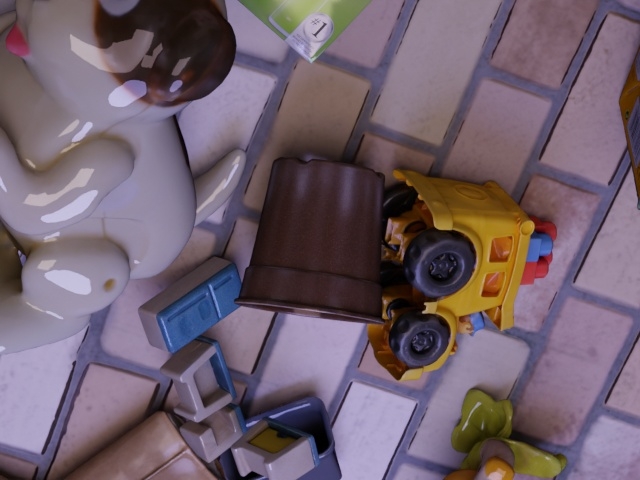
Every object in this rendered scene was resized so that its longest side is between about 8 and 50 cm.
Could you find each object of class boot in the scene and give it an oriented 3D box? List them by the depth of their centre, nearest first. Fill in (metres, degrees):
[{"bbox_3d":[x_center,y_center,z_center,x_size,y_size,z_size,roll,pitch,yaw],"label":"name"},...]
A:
[{"bbox_3d":[-0.283,0.277,2.045,0.269,0.089,0.236,-33,121,10],"label":"boot"}]

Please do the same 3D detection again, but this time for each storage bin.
[{"bbox_3d":[-0.042,0.253,2.050,0.135,0.098,0.091,-20,140,4],"label":"storage bin"}]

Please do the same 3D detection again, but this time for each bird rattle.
[{"bbox_3d":[0.158,0.303,2.026,0.143,0.207,0.253,43,95,1],"label":"bird rattle"}]

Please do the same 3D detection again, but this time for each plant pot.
[{"bbox_3d":[0.000,0.000,1.892,0.167,0.167,0.165,9,85,-7],"label":"plant pot"}]

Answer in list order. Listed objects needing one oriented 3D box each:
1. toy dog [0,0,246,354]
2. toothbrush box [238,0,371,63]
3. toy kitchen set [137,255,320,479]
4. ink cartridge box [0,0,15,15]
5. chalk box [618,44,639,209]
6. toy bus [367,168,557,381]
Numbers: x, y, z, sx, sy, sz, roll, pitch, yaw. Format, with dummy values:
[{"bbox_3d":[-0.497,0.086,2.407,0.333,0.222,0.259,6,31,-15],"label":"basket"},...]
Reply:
[{"bbox_3d":[-0.221,-0.118,1.732,0.395,0.284,0.408,1,136,-23],"label":"toy dog"},{"bbox_3d":[0.008,-0.360,1.779,0.206,0.122,0.283,41,103,-18],"label":"toothbrush box"},{"bbox_3d":[-0.082,0.148,1.944,0.122,0.166,0.207,-36,124,-32],"label":"toy kitchen set"},{"bbox_3d":[-0.447,-0.352,1.784,0.304,0.072,0.307,9,109,-6],"label":"ink cartridge box"},{"bbox_3d":[0.487,-0.140,1.840,0.289,0.180,0.179,4,137,-5],"label":"chalk box"},{"bbox_3d":[0.164,0.039,1.953,0.211,0.149,0.220,1,115,-21],"label":"toy bus"}]
